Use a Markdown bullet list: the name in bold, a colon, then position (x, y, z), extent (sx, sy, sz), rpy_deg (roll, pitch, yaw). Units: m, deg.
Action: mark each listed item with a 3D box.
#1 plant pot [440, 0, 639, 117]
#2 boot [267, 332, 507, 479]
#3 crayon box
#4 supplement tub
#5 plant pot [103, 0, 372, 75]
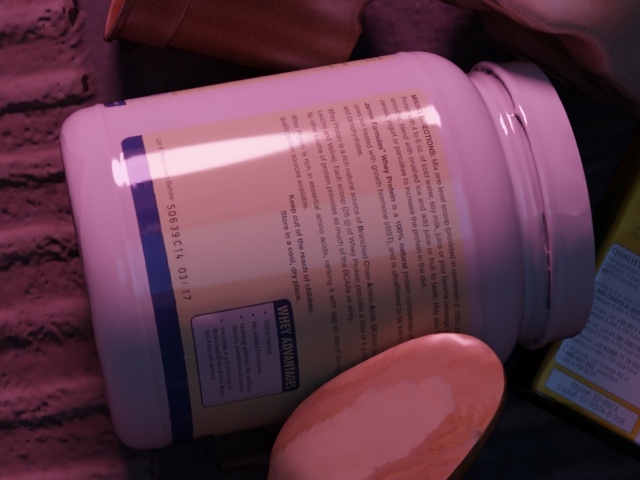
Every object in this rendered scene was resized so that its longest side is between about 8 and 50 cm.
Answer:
- **plant pot**: position (0.220, -0.271, 1.133), extent (0.334, 0.334, 0.305), rpy_deg (34, 92, -3)
- **boot**: position (0.033, 0.183, 1.085), extent (0.295, 0.211, 0.104), rpy_deg (-44, 64, 10)
- **crayon box**: position (0.307, 0.018, 1.213), extent (0.203, 0.083, 0.323), rpy_deg (29, 82, -4)
- **supplement tub**: position (0.000, 0.000, 1.098), extent (0.325, 0.235, 0.235), rpy_deg (-10, 86, -8)
- **plant pot**: position (-0.052, -0.193, 1.155), extent (0.165, 0.167, 0.167), rpy_deg (20, 82, -14)
